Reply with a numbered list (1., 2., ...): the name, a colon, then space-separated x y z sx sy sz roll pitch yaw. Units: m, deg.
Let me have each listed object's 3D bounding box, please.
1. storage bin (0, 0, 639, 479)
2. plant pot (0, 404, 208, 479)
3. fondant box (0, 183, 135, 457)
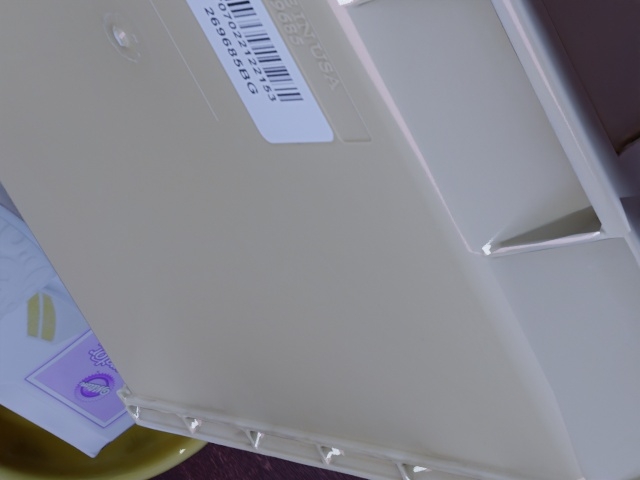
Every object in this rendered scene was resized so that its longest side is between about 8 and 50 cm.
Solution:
1. storage bin: -0.008 -0.080 0.447 0.260 0.123 0.262 2 125 56
2. plant pot: -0.188 0.020 1.355 0.239 0.254 0.254 -115 0 -57
3. fondant box: -0.202 -0.072 0.956 0.238 0.096 0.330 42 -164 -50
